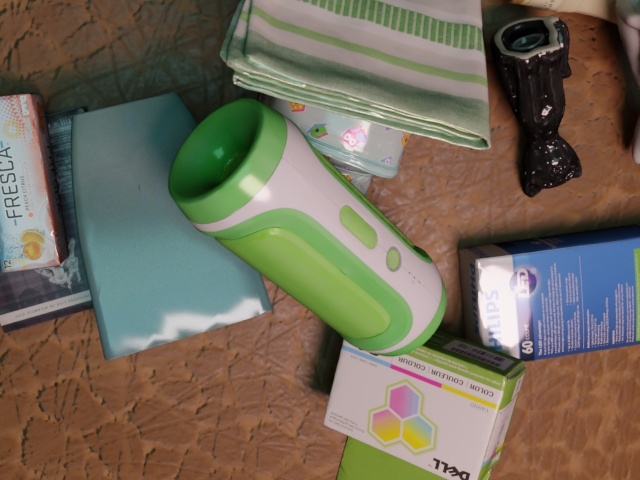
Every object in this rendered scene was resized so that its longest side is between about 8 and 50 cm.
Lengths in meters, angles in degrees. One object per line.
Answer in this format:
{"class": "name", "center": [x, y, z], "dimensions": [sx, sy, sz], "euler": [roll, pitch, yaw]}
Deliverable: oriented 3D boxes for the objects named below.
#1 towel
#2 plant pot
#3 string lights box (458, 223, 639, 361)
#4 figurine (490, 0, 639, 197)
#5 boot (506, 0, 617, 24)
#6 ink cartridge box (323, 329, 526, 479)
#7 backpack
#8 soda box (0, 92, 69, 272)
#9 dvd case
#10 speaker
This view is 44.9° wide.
{"class": "towel", "center": [0.047, -0.243, 0.752], "dimensions": [0.248, 0.324, 0.038], "euler": [13, 144, -10]}
{"class": "plant pot", "center": [-0.171, -0.023, 0.806], "dimensions": [0.166, 0.166, 0.234], "euler": [-16, 94, -13]}
{"class": "string lights box", "center": [0.304, 0.062, 0.925], "dimensions": [0.260, 0.077, 0.133], "euler": [-7, 101, -5]}
{"class": "figurine", "center": [0.312, -0.155, 0.855], "dimensions": [0.215, 0.092, 0.209], "euler": [-16, 128, 8]}
{"class": "boot", "center": [0.330, -0.364, 0.838], "dimensions": [0.204, 0.095, 0.261], "euler": [13, 100, -9]}
{"class": "ink cartridge box", "center": [0.102, 0.232, 0.881], "dimensions": [0.189, 0.097, 0.255], "euler": [18, 100, 25]}
{"class": "backpack", "center": [0.013, -0.124, 0.798], "dimensions": [0.166, 0.188, 0.144], "euler": [21, 97, -11]}
{"class": "soda box", "center": [-0.315, -0.061, 0.819], "dimensions": [0.063, 0.058, 0.183], "euler": [-7, 100, -6]}
{"class": "dvd case", "center": [-0.308, -0.021, 0.866], "dimensions": [0.165, 0.018, 0.221], "euler": [-16, 101, -5]}
{"class": "speaker", "center": [0.000, 0.000, 0.729], "dimensions": [0.131, 0.131, 0.296], "euler": [-47, 129, 3]}
